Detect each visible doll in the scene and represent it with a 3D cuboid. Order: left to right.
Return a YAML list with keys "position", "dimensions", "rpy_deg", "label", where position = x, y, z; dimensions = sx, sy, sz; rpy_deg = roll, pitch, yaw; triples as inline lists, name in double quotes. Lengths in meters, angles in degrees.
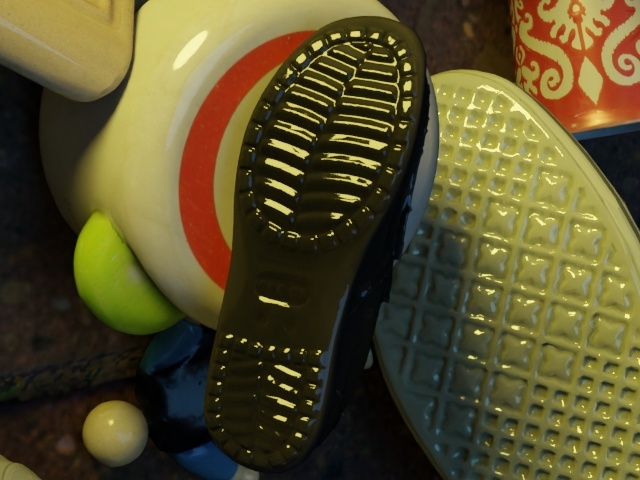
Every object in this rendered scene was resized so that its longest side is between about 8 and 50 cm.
- position: [-0.054, 0.088, 0.798]
  dimensions: [0.189, 0.046, 0.129]
  rpy_deg: [-21, 112, -32]
  label: "doll"

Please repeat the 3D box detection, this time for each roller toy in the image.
- position: [-0.045, -0.056, 0.728]
  dimensions: [0.209, 0.146, 0.191]
  rpy_deg: [-4, 108, -35]
  label: "roller toy"

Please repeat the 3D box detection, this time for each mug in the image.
- position: [0.173, -0.154, 0.912]
  dimensions: [0.113, 0.150, 0.169]
  rpy_deg: [-9, 90, -6]
  label: "mug"

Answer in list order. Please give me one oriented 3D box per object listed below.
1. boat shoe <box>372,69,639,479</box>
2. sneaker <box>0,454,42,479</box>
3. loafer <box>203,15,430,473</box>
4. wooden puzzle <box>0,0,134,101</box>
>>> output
- position: [0.178, 0.122, 0.871]
  dimensions: [0.500, 0.186, 0.156]
  rpy_deg: [60, 18, 1]
  label: "boat shoe"
- position: [-0.115, 0.206, 0.718]
  dimensions: [0.137, 0.210, 0.366]
  rpy_deg: [-62, 158, -13]
  label: "sneaker"
- position: [0.000, 0.000, 0.648]
  dimensions: [0.078, 0.080, 0.220]
  rpy_deg: [4, 105, -71]
  label: "loafer"
- position: [-0.181, -0.200, 0.635]
  dimensions: [0.221, 0.044, 0.239]
  rpy_deg: [27, 49, -35]
  label: "wooden puzzle"
